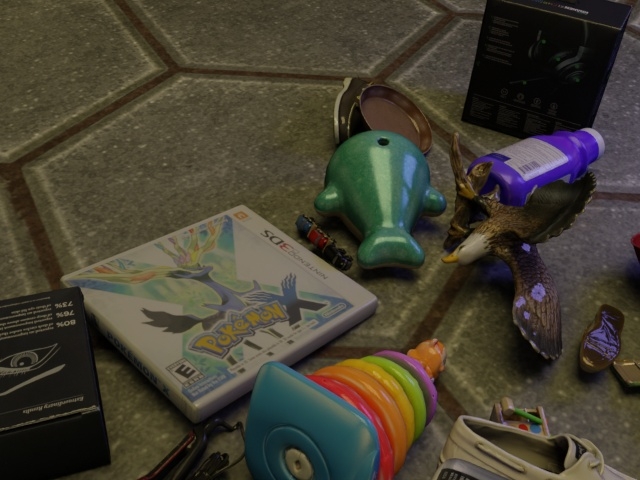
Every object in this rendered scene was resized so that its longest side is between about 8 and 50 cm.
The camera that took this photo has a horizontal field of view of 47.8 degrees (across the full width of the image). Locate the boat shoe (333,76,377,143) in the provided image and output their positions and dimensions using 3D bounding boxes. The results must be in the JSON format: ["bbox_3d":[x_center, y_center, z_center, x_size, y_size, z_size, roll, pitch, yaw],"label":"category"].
[{"bbox_3d":[0.069,-0.258,1.415,0.069,0.081,0.227,5,37,8],"label":"boat shoe"}]

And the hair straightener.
[{"bbox_3d":[-0.152,0.278,0.792,0.089,0.047,0.230,26,40,23],"label":"hair straightener"}]

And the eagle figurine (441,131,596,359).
[{"bbox_3d":[0.282,0.004,1.027,0.225,0.226,0.298,-48,35,-3],"label":"eagle figurine"}]

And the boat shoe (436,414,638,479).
[{"bbox_3d":[0.266,0.254,0.788,0.268,0.088,0.096,15,19,7],"label":"boat shoe"}]

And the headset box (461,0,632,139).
[{"bbox_3d":[0.431,-0.345,1.395,0.247,0.283,0.131,20,43,20],"label":"headset box"}]

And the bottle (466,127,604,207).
[{"bbox_3d":[0.390,-0.131,1.281,0.283,0.092,0.118,-24,43,-30],"label":"bottle"}]

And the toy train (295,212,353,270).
[{"bbox_3d":[0.000,0.000,1.121,0.036,0.027,0.158,15,19,-36],"label":"toy train"}]

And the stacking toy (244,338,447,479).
[{"bbox_3d":[0.069,0.192,0.849,0.166,0.175,0.302,25,30,31],"label":"stacking toy"}]

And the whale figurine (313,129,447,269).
[{"bbox_3d":[0.099,-0.072,1.149,0.217,0.141,0.272,1,42,-4],"label":"whale figurine"}]

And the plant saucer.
[{"bbox_3d":[0.138,-0.223,1.373,0.169,0.029,0.168,19,50,-23],"label":"plant saucer"}]

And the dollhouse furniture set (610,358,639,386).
[{"bbox_3d":[0.439,0.211,0.931,0.076,0.058,0.151,-6,21,-1],"label":"dollhouse furniture set"}]

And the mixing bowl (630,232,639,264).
[{"bbox_3d":[0.557,0.042,1.063,0.182,0.098,0.181,-8,13,2],"label":"mixing bowl"}]

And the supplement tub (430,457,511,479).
[{"bbox_3d":[0.221,0.339,0.626,0.316,0.193,0.193,21,43,18],"label":"supplement tub"}]

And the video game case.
[{"bbox_3d":[-0.136,0.077,1.006,0.300,0.036,0.329,34,42,31],"label":"video game case"}]

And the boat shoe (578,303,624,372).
[{"bbox_3d":[0.382,0.142,0.990,0.050,0.045,0.135,31,42,18],"label":"boat shoe"}]

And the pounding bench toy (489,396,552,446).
[{"bbox_3d":[0.240,0.221,0.854,0.065,0.083,0.052,3,40,-1],"label":"pounding bench toy"}]

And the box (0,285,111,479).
[{"bbox_3d":[-0.340,0.169,0.846,0.153,0.108,0.207,-10,42,-17],"label":"box"}]
